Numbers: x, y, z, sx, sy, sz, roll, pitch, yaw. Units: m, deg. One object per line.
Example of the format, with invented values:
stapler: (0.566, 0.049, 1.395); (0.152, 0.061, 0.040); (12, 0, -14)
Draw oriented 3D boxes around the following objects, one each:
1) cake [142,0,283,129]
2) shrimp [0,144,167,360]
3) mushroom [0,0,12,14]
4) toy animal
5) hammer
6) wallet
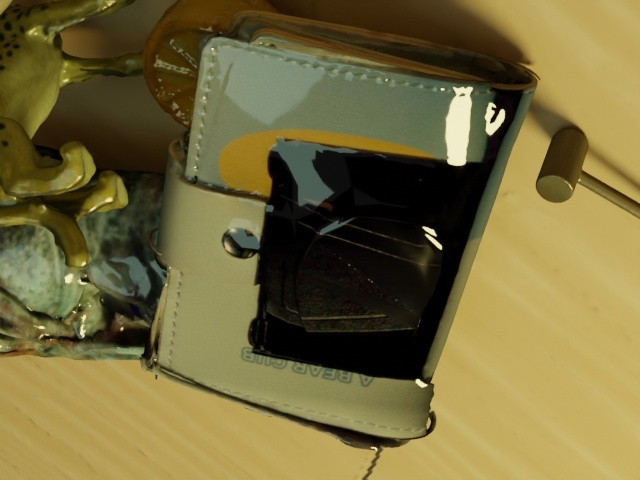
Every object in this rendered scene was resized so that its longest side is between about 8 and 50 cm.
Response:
cake: (-0.049, -0.091, 1.004); (0.084, 0.044, 0.084); (18, 136, 18)
shrimp: (-0.212, 0.021, 1.113); (0.372, 0.172, 0.137); (-2, 130, 24)
mushroom: (-0.261, -0.227, 0.860); (0.314, 0.314, 0.336); (5, 106, 29)
toy animal: (-0.159, -0.057, 1.018); (0.136, 0.181, 0.073); (-7, 142, 22)
hammer: (0.157, -0.015, 0.957); (0.110, 0.035, 0.019); (28, 138, -5)
wallet: (0.000, 0.000, 0.981); (0.170, 0.069, 0.231); (13, 122, -3)
